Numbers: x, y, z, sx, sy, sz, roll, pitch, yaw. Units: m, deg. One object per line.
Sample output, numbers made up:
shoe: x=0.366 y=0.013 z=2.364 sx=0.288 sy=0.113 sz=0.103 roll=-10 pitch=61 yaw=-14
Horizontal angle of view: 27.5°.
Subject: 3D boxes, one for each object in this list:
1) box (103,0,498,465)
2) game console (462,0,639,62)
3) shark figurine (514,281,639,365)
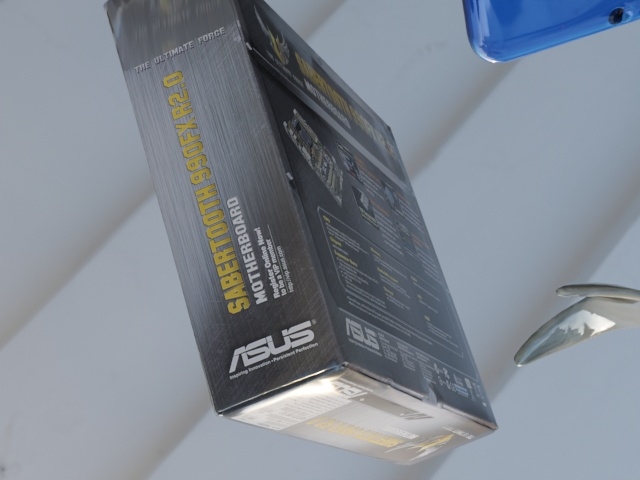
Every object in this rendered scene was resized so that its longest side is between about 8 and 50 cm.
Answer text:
box: x=0.000 y=0.000 z=0.593 sx=0.231 sy=0.056 sz=0.183 roll=33 pitch=-144 yaw=-65
game console: x=0.193 y=-0.299 z=0.892 sx=0.173 sy=0.293 sz=0.250 roll=90 pitch=159 yaw=-59
shark figurine: x=0.192 y=0.119 z=0.489 sx=0.116 sy=0.166 sz=0.278 roll=-92 pitch=-19 yaw=-83
